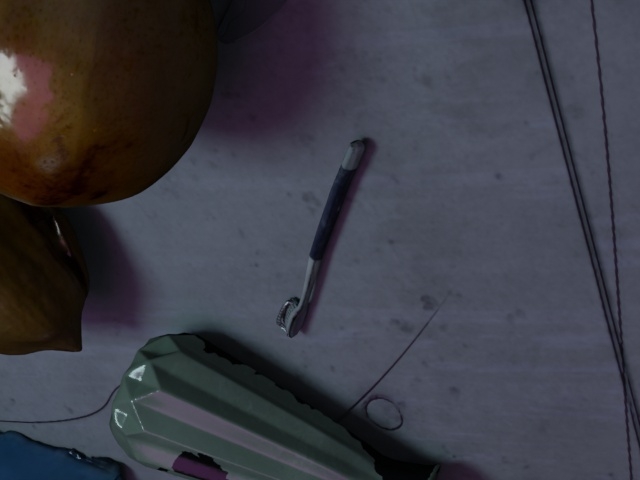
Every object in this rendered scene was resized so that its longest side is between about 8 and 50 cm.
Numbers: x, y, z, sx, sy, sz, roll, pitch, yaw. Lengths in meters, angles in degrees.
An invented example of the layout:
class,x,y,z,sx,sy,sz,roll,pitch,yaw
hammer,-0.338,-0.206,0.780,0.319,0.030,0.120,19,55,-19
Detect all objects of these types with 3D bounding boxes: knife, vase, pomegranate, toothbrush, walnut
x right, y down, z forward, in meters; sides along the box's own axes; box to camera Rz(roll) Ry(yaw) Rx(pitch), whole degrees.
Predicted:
class,x,y,z,sx,sy,sz,roll,pitch,yaw
knife,-0.046,-0.264,1.574,0.058,0.032,0.244,26,137,1
vase,-0.051,0.231,1.867,0.360,0.165,0.165,23,132,9
pomegranate,-0.238,-0.190,1.578,0.319,0.319,0.319,16,129,20
toothbrush,0.000,0.000,1.744,0.026,0.024,0.288,39,136,19
walnut,-0.380,0.024,1.870,0.203,0.203,0.298,-29,109,41

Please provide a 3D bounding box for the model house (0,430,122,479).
class,x,y,z,sx,sy,sz,roll,pitch,yaw
model house,-0.384,0.420,2.164,0.237,0.215,0.303,13,133,22
